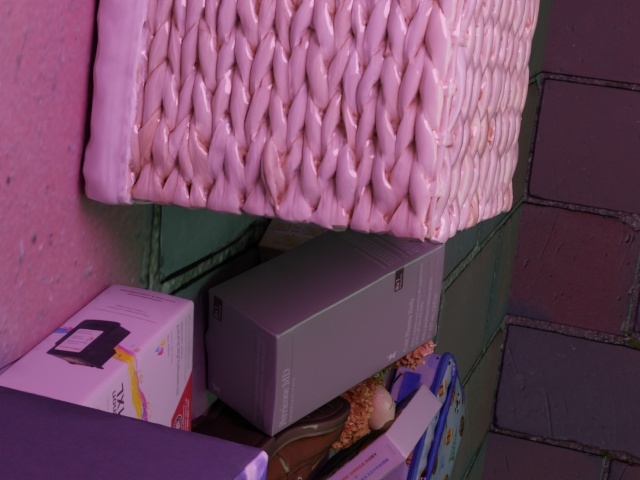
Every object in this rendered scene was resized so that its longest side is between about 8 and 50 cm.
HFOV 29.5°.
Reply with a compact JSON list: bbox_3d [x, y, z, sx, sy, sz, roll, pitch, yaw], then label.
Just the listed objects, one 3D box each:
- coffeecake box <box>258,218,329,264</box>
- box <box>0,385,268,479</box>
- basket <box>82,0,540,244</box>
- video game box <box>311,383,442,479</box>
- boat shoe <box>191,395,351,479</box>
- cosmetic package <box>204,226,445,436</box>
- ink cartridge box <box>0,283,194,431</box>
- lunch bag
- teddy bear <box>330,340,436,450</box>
[{"bbox_3d":[0.000,0.000,1.337,0.185,0.068,0.142,-64,157,-43],"label":"coffeecake box"},{"bbox_3d":[-0.189,0.313,0.629,0.293,0.212,0.396,-31,128,-68],"label":"box"},{"bbox_3d":[0.017,-0.182,0.938,0.328,0.266,0.331,-18,116,-71],"label":"basket"},{"bbox_3d":[0.057,0.282,1.565,0.187,0.048,0.205,-45,175,20],"label":"video game box"},{"bbox_3d":[-0.067,0.217,1.203,0.307,0.110,0.104,-11,115,-63],"label":"boat shoe"},{"bbox_3d":[0.006,0.073,1.186,0.238,0.107,0.127,-30,136,-38],"label":"cosmetic package"},{"bbox_3d":[-0.158,0.126,0.865,0.175,0.072,0.127,-49,146,-62],"label":"ink cartridge box"},{"bbox_3d":[0.157,0.342,2.019,0.243,0.115,0.303,72,31,-55],"label":"lunch bag"},{"bbox_3d":[0.072,0.096,1.457,0.245,0.113,0.338,-23,-132,54],"label":"teddy bear"}]
